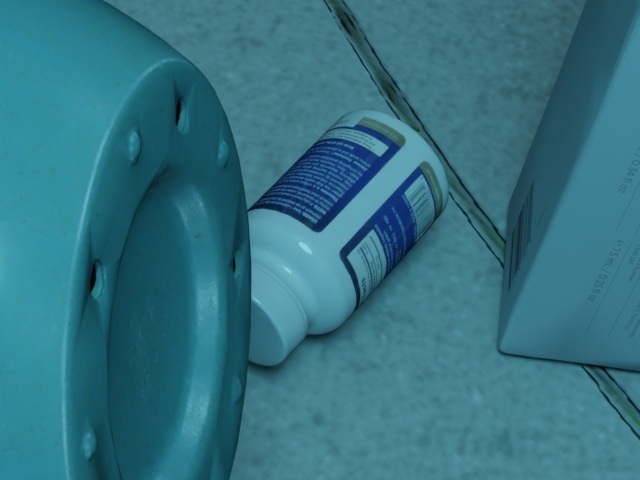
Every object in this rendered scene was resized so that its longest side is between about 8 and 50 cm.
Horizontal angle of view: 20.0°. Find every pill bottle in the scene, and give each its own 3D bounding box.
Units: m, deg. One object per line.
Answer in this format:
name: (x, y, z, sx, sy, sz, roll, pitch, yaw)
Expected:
pill bottle: (0.000, 0.000, 0.821, 0.067, 0.067, 0.120, 34, 57, 15)

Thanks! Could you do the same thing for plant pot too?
plant pot: (-0.157, 0.026, 0.605, 0.235, 0.293, 0.293, 2, 53, 13)

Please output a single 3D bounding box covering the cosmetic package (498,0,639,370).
cosmetic package: (0.249, -0.065, 0.717, 0.285, 0.377, 0.097, 10, 55, -3)
